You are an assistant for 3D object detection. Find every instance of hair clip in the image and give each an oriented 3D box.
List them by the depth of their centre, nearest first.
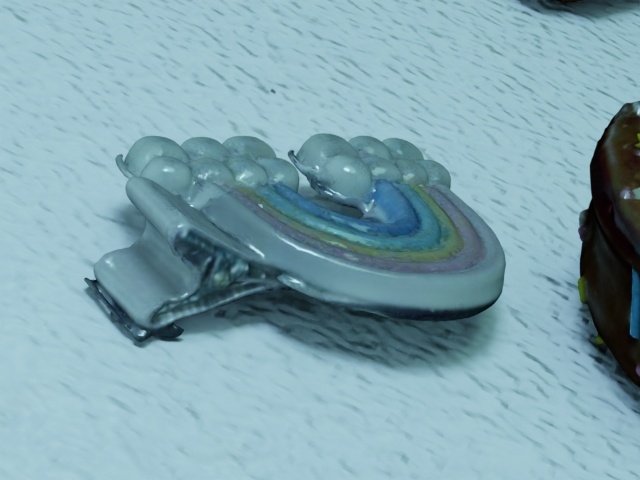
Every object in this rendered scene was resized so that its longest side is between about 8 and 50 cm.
[{"bbox_3d":[0.000,0.000,0.861,0.220,0.054,0.140,-3,30,-42],"label":"hair clip"}]

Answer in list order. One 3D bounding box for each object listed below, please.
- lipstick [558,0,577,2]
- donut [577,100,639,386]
[{"bbox_3d":[0.262,-0.217,1.359,0.077,0.077,0.418,38,35,27],"label":"lipstick"},{"bbox_3d":[0.224,0.030,0.898,0.230,0.096,0.216,5,35,-26],"label":"donut"}]
